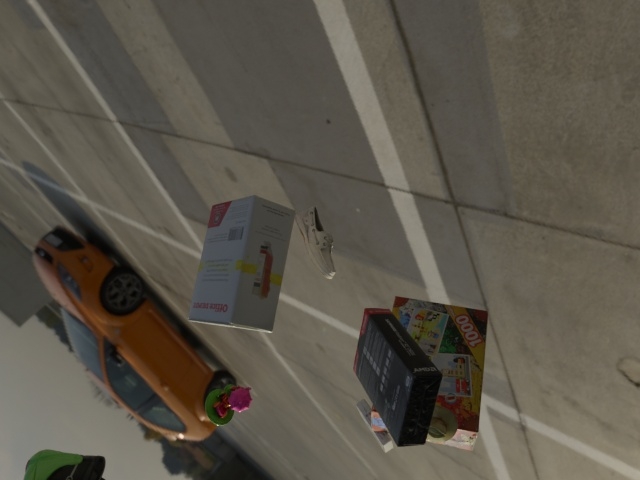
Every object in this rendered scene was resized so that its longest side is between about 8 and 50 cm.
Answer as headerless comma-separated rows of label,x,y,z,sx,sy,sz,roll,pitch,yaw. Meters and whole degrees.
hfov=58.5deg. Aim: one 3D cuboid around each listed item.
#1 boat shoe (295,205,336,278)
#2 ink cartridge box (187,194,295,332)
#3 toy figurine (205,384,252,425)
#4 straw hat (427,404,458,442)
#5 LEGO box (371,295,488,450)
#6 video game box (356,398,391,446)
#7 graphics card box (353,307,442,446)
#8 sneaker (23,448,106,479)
boat shoe,0.000,0.000,2.012,0.277,0.096,0.098,65,-163,19
ink cartridge box,-0.246,0.078,1.765,0.160,0.384,0.279,19,165,-36
toy figurine,-0.302,0.569,2.051,0.159,0.173,0.130,-28,99,36
straw hat,0.371,0.605,1.838,0.144,0.144,0.061,43,-164,-2
LEGO box,0.421,0.491,2.172,0.372,0.500,0.193,8,141,12
video game box,0.214,0.730,2.244,0.187,0.048,0.205,56,172,28
graphics card box,0.210,0.381,1.652,0.371,0.094,0.232,-127,43,-64
sneaker,-0.528,0.670,1.274,0.185,0.202,0.482,-109,19,-59
